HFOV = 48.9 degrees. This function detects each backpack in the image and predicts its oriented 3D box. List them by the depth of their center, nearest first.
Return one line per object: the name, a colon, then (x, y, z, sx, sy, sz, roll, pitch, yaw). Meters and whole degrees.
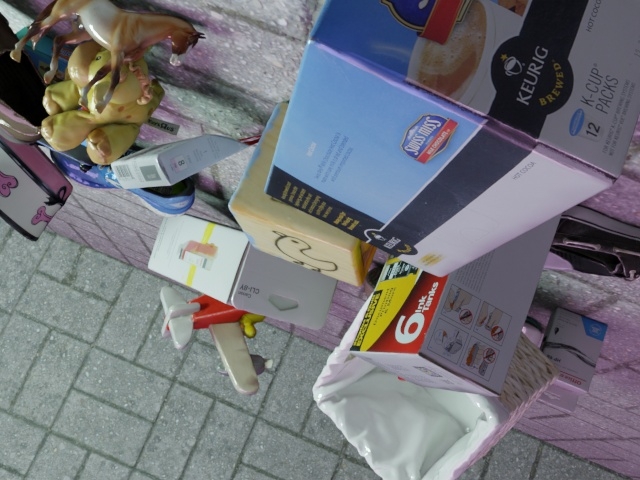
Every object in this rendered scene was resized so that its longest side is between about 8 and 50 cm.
backpack: (-0.474, -0.224, 1.395, 0.158, 0.117, 0.173, 26, -164, -3)

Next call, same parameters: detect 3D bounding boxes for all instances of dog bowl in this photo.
dog bowl: (-0.712, -0.196, 1.541, 0.408, 0.150, 0.408, 45, 168, 12)

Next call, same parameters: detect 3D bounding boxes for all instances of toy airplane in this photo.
toy airplane: (-0.267, 0.211, 2.011, 0.384, 0.386, 0.272, 21, 152, 11)

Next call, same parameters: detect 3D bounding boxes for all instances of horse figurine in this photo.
horse figurine: (-0.309, -0.276, 0.965, 0.263, 0.174, 0.066, 31, 172, 23)

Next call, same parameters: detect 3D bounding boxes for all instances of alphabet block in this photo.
alphabet block: (0.002, -0.068, 1.088, 0.197, 0.193, 0.192, 19, 165, 14)

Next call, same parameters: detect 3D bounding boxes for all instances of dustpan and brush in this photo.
dustpan and brush: (0.339, 0.012, 1.110, 0.211, 0.060, 0.147, 8, 180, 44)

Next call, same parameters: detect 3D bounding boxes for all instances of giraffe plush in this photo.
giraffe plush: (-0.319, -0.227, 1.065, 0.210, 0.181, 0.170, 2, 159, -11)

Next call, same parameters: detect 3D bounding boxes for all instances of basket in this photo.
basket: (0.218, 0.277, 1.382, 0.331, 0.266, 0.328, 46, 129, 24)

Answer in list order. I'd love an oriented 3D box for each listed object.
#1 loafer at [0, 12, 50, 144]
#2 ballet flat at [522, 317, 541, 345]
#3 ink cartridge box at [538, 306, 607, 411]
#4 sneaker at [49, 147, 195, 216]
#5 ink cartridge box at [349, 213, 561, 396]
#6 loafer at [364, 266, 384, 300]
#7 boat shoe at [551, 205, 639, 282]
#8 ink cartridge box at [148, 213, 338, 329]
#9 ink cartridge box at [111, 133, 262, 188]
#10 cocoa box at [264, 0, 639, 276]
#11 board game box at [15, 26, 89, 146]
loafer: (-0.518, -0.307, 1.085, 0.130, 0.134, 0.366, 10, 146, 40)
ballet flat: (0.406, 0.271, 1.719, 0.139, 0.139, 0.400, 26, 164, -7)
ink cartridge box: (0.489, 0.238, 1.401, 0.104, 0.180, 0.060, 20, 164, 9)
sneaker: (-0.420, -0.165, 1.537, 0.330, 0.130, 0.147, 21, 157, -18)
ink cartridge box: (0.172, 0.041, 0.979, 0.130, 0.309, 0.272, 28, 163, -15)
loafer: (0.210, 0.168, 1.622, 0.268, 0.102, 0.092, 42, 150, 18)
boat shoe: (0.430, 0.022, 0.991, 0.219, 0.070, 0.078, 21, 164, 11)
ink cartridge box: (-0.179, 0.061, 1.636, 0.279, 0.160, 0.384, 20, 178, -40)
ink cartridge box: (-0.199, -0.152, 1.147, 0.189, 0.232, 0.066, 2, 121, 53)
cocoa box: (0.105, -0.139, 0.637, 0.228, 0.231, 0.347, 25, 164, -3)
board game box: (-0.439, -0.255, 1.236, 0.210, 0.047, 0.160, 25, 133, -5)
